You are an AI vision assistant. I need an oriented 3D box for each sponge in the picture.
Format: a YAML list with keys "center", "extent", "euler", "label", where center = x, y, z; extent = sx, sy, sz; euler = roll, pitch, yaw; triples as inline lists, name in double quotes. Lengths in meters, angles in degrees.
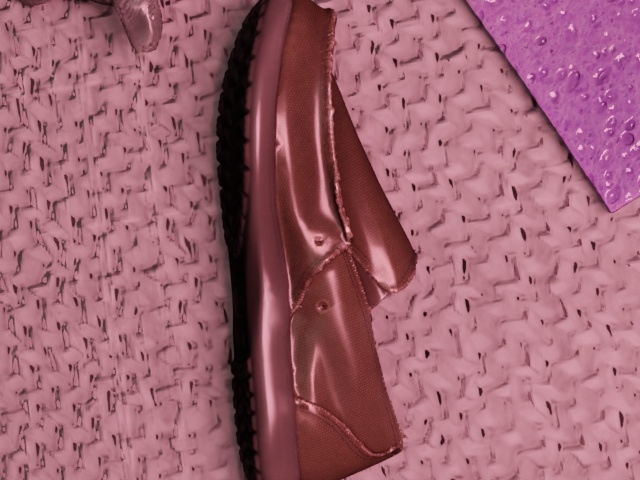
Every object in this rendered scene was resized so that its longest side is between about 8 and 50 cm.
- center: [0.201, -0.135, 1.136]
  extent: [0.117, 0.031, 0.210]
  euler: [-34, 80, 6]
  label: "sponge"

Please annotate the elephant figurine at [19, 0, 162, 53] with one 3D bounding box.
- center: [-0.217, -0.256, 1.182]
  extent: [0.239, 0.186, 0.169]
  euler: [1, 129, 21]
  label: "elephant figurine"

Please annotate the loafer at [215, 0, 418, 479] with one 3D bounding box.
- center: [0.000, 0.000, 1.131]
  extent: [0.130, 0.134, 0.366]
  euler: [-3, 95, -12]
  label: "loafer"
